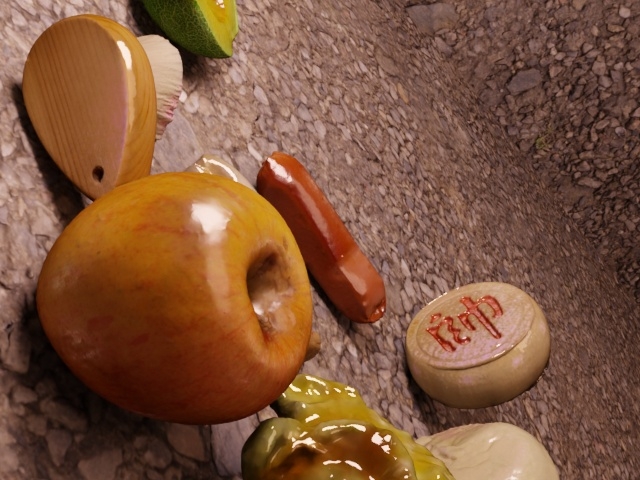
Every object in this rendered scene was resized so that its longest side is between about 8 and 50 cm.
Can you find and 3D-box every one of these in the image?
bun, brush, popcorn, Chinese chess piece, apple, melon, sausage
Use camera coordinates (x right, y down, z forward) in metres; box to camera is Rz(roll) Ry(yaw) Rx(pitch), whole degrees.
[{"bbox_3d":[0.190,0.419,1.289,0.213,0.361,0.361,12,44,-10],"label":"bun"},{"bbox_3d":[-0.270,-0.157,1.195,0.166,0.174,0.266,11,63,-68],"label":"brush"},{"bbox_3d":[0.032,0.345,1.101,0.336,0.279,0.274,25,15,26],"label":"popcorn"},{"bbox_3d":[0.292,0.193,1.689,0.270,0.270,0.112,-72,144,-55],"label":"Chinese chess piece"},{"bbox_3d":[-0.168,0.070,1.046,0.299,0.275,0.298,45,38,-50],"label":"apple"},{"bbox_3d":[-0.224,-0.396,1.548,0.265,0.129,0.169,-86,160,-52],"label":"melon"},{"bbox_3d":[0.000,0.000,1.571,0.348,0.094,0.097,57,41,-12],"label":"sausage"}]

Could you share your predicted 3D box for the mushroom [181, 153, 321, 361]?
[{"bbox_3d":[-0.106,0.027,1.368,0.123,0.095,0.351,-17,77,-44],"label":"mushroom"}]
